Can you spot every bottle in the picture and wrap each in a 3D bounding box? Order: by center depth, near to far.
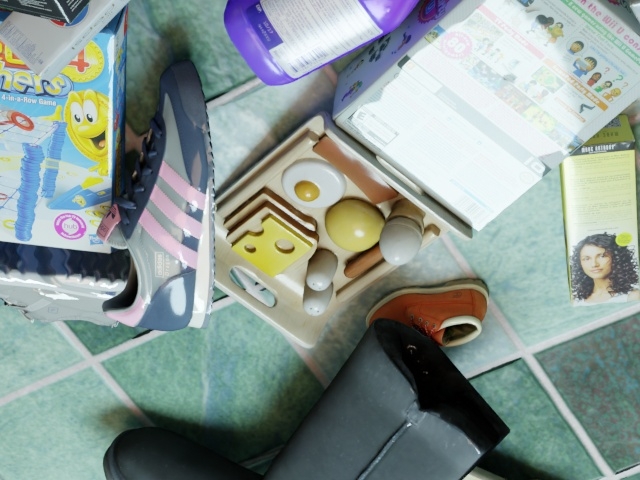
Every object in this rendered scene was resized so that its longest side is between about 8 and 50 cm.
[{"bbox_3d":[0.038,-0.269,1.782,0.283,0.092,0.118,-26,118,22],"label":"bottle"}]

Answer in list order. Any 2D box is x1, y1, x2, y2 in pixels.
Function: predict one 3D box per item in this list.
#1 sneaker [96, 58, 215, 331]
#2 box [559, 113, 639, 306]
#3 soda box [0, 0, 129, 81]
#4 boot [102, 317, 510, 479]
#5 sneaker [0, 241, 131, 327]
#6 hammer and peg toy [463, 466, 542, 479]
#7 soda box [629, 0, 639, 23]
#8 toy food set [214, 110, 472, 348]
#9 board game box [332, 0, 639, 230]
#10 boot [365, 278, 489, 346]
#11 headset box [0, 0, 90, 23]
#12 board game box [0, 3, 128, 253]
[{"bbox_3d":[-0.188,-0.046,1.906,0.131,0.112,0.319,-3,105,-12],"label":"sneaker"},{"bbox_3d":[0.324,-0.031,1.953,0.087,0.058,0.232,-7,125,6],"label":"box"},{"bbox_3d":[-0.238,-0.267,1.757,0.069,0.074,0.216,45,91,1],"label":"soda box"},{"bbox_3d":[-0.030,0.254,2.094,0.367,0.146,0.445,38,129,-1],"label":"boot"},{"bbox_3d":[-0.369,0.057,2.057,0.281,0.105,0.115,11,127,-4],"label":"sneaker"},{"bbox_3d":[0.133,0.430,2.274,0.266,0.127,0.361,25,125,-13],"label":"hammer and peg toy"},{"bbox_3d":[0.405,-0.208,1.726,0.098,0.091,0.286,-11,148,25],"label":"soda box"},{"bbox_3d":[0.000,0.000,1.965,0.220,0.092,0.306,36,132,-20],"label":"toy food set"},{"bbox_3d":[0.195,-0.183,1.831,0.224,0.097,0.303,36,123,-21],"label":"board game box"},{"bbox_3d":[0.127,0.099,2.056,0.158,0.084,0.059,-14,126,18],"label":"boot"},{"bbox_3d":[-0.350,-0.368,1.622,0.246,0.131,0.283,16,150,37],"label":"headset box"},{"bbox_3d":[-0.379,-0.144,1.920,0.308,0.086,0.302,6,127,1],"label":"board game box"}]
